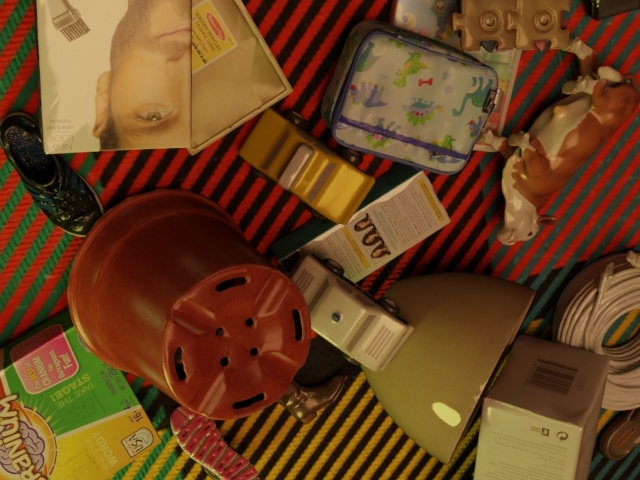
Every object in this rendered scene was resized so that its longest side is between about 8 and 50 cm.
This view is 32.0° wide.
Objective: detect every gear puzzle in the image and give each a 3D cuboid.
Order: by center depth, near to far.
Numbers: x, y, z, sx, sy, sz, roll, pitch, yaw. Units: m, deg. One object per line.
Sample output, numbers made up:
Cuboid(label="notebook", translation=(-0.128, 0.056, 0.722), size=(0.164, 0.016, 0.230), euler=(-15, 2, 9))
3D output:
Cuboid(label="gear puzzle", translation=(0.252, -0.423, 1.492), size=(0.176, 0.044, 0.338), euler=(-4, 103, -14))

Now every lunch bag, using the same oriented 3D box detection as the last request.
Cuboid(label="lunch bag", translation=(0.121, -0.189, 1.520), size=(0.219, 0.090, 0.176), euler=(16, 110, -21))

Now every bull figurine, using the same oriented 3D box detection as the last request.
Cuboid(label="bull figurine", translation=(0.331, -0.140, 1.612), size=(0.310, 0.101, 0.188), euler=(-50, 137, 3))

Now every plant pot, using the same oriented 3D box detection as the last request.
Cuboid(label="plant pot", translation=(-0.159, 0.093, 1.454), size=(0.272, 0.265, 0.272), euler=(-9, 109, -27))
Cuboid(label="plant pot", translation=(0.167, 0.157, 1.636), size=(0.191, 0.284, 0.284), euler=(27, 106, 13))

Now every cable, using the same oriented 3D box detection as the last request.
Cuboid(label="cable", translation=(0.493, 0.146, 1.801), size=(0.257, 0.089, 0.257), euler=(23, 105, -24))

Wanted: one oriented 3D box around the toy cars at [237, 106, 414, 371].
Cuboid(label="toy cars", translation=(0.000, 0.000, 1.507), size=(0.177, 0.087, 0.393), euler=(-14, 93, 14))

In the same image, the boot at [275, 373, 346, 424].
Cuboid(label="boot", translation=(-0.032, 0.218, 1.711), size=(0.114, 0.037, 0.106), euler=(40, 95, -22))

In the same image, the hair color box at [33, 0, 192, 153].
Cuboid(label="hair color box", translation=(-0.251, -0.282, 1.348), size=(0.185, 0.110, 0.338), euler=(-4, 115, -16))

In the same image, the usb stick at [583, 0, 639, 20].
Cuboid(label="usb stick", translation=(0.504, -0.382, 1.599), size=(0.278, 0.045, 0.077), euler=(-17, 115, -9))

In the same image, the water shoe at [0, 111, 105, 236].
Cuboid(label="water shoe", translation=(-0.355, -0.073, 1.462), size=(0.073, 0.080, 0.203), euler=(-35, 118, 1))

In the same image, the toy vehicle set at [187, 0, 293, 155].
Cuboid(label="toy vehicle set", translation=(-0.170, -0.263, 1.459), size=(0.166, 0.035, 0.267), euler=(-32, 117, -1))

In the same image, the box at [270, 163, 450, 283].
Cuboid(label="box", translation=(0.058, -0.010, 1.621), size=(0.244, 0.060, 0.100), euler=(-32, 117, -1))

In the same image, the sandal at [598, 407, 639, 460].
Cuboid(label="sandal", translation=(0.560, 0.294, 1.899), size=(0.090, 0.060, 0.219), euler=(35, 99, -26))

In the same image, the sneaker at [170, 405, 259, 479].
Cuboid(label="sneaker", translation=(-0.168, 0.320, 1.698), size=(0.170, 0.075, 0.063), euler=(44, 69, -7))

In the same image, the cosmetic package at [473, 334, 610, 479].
Cuboid(label="cosmetic package", translation=(0.332, 0.370, 1.744), size=(0.156, 0.217, 0.384), euler=(15, 118, 19))

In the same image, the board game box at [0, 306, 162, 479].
Cuboid(label="board game box", translation=(-0.415, 0.271, 1.565), size=(0.317, 0.064, 0.242), euler=(-33, 118, -16))

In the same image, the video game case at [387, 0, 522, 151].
Cuboid(label="video game case", translation=(0.186, -0.270, 1.567), size=(0.204, 0.025, 0.285), euler=(4, 111, -18))
